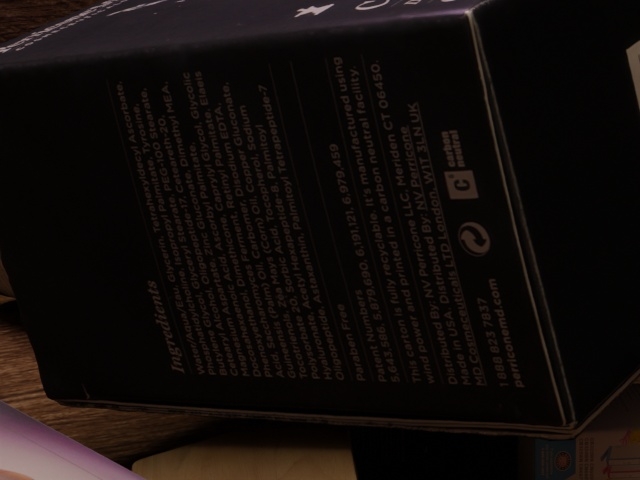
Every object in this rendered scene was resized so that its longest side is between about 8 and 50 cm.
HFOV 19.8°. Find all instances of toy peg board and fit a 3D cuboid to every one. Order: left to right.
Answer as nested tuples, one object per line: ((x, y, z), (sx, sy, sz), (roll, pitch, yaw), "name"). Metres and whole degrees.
((-0.046, 0.195, 1.279), (0.161, 0.079, 0.161), (-17, 15, 1), "toy peg board")

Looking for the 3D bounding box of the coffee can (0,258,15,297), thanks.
((-0.209, -0.015, 1.778), (0.201, 0.201, 0.275), (-15, 21, -40), "coffee can")

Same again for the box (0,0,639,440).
((0.073, -0.088, 1.402), (0.472, 0.297, 0.480), (-3, 20, 39), "box")

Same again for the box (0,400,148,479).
((-0.236, 0.202, 0.895), (0.296, 0.182, 0.294), (26, 23, 16), "box")

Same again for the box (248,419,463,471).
((0.045, 0.110, 1.506), (0.158, 0.093, 0.156), (6, 17, 30), "box")

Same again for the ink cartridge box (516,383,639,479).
((0.217, 0.159, 1.312), (0.143, 0.092, 0.090), (-3, 16, -2), "ink cartridge box")
